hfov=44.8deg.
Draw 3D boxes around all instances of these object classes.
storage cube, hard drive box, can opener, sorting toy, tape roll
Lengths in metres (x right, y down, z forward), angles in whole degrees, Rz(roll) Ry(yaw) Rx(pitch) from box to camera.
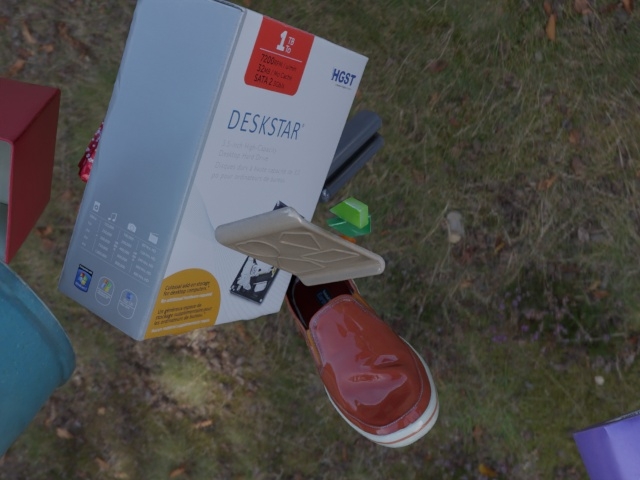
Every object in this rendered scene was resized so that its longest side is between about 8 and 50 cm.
[{"bbox_3d":[-0.467,-0.104,1.019,0.183,0.193,0.215,13,120,-7],"label":"storage cube"},{"bbox_3d":[-0.076,-0.056,0.590,0.089,0.181,0.232,26,105,26],"label":"hard drive box"},{"bbox_3d":[-0.013,-0.099,1.127,0.093,0.280,0.074,29,146,32],"label":"can opener"},{"bbox_3d":[0.000,0.000,0.349,0.083,0.012,0.062,-13,147,44],"label":"sorting toy"},{"bbox_3d":[0.338,0.186,0.715,0.189,0.189,0.080,-27,70,25],"label":"tape roll"}]

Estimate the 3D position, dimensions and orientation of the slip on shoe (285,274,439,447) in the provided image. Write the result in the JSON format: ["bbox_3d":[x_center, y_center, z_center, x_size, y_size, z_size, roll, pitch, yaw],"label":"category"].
[{"bbox_3d":[0.032,0.121,0.961,0.123,0.331,0.101,-37,133,2],"label":"slip on shoe"}]

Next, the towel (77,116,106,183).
[{"bbox_3d":[-0.190,-0.156,1.081,0.198,0.031,0.275,30,103,-16],"label":"towel"}]

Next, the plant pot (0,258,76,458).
[{"bbox_3d":[-0.319,0.105,0.407,0.271,0.255,0.272,19,147,13],"label":"plant pot"}]
